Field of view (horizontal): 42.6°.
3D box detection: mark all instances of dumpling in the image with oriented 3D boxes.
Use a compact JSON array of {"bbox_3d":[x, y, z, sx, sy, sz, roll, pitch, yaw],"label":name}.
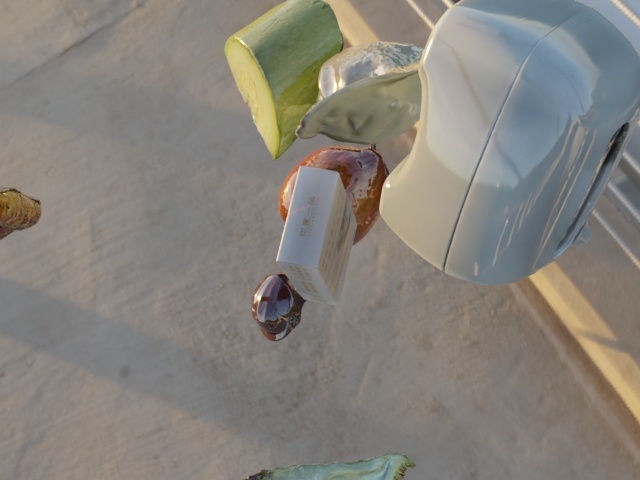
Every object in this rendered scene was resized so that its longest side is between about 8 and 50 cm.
[{"bbox_3d":[0.062,-0.235,1.286,0.227,0.243,0.175,-24,63,-34],"label":"dumpling"}]

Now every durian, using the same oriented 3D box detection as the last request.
[{"bbox_3d":[-0.010,0.316,0.944,0.252,0.144,0.139,1,90,-13],"label":"durian"}]

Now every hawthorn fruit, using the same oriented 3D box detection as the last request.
[{"bbox_3d":[0.043,-0.110,1.667,0.262,0.210,0.210,-49,57,17],"label":"hawthorn fruit"}]

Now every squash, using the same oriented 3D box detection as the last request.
[{"bbox_3d":[-0.051,-0.302,1.454,0.155,0.204,0.237,-25,82,-20],"label":"squash"}]

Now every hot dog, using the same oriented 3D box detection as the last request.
[{"bbox_3d":[-0.506,-0.034,1.253,0.131,0.253,0.069,-33,90,4],"label":"hot dog"}]

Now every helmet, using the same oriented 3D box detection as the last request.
[{"bbox_3d":[-0.083,0.112,1.460,0.098,0.070,0.123,17,78,41],"label":"helmet"}]

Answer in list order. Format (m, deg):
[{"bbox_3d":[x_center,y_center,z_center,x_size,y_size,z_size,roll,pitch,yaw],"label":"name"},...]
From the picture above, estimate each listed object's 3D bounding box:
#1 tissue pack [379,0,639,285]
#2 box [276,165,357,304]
[{"bbox_3d":[0.231,-0.110,0.971,0.236,0.333,0.229,33,44,22],"label":"tissue pack"},{"bbox_3d":[0.000,0.000,1.255,0.067,0.233,0.149,13,75,13],"label":"box"}]
